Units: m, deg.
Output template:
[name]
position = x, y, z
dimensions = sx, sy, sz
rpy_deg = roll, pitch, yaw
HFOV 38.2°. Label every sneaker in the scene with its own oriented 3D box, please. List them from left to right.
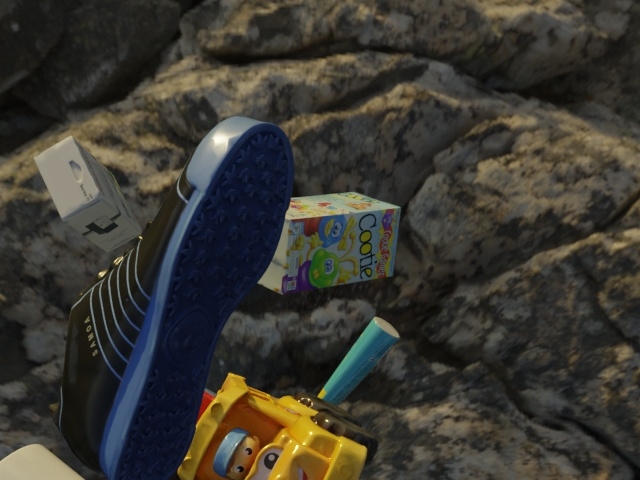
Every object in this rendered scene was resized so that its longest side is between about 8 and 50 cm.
[sneaker]
position = -0.097, 0.028, 0.541
dimensions = 0.090, 0.081, 0.232
rpy_deg = 28, 98, 35

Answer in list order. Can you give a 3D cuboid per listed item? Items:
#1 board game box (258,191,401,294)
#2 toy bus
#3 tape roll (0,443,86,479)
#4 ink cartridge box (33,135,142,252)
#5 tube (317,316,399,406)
[board game box]
position = 0.000, 0.000, 1.738
dimensions = 0.275, 0.144, 0.142
rpy_deg = -7, 110, -40
[toy bus]
position = -0.072, 0.200, 0.889
dimensions = 0.211, 0.220, 0.149
rpy_deg = 30, 84, -6
[tape roll]
position = -0.455, 0.464, 1.436
dimensions = 0.169, 0.246, 0.246
rpy_deg = 35, 75, 13
[ink cartridge box]
position = -0.437, -0.084, 1.752
dimensions = 0.087, 0.208, 0.153
rpy_deg = -30, 70, 0
[tube]
position = 0.046, 0.218, 1.494
dimensions = 0.052, 0.080, 0.207
rpy_deg = 44, 103, 29
